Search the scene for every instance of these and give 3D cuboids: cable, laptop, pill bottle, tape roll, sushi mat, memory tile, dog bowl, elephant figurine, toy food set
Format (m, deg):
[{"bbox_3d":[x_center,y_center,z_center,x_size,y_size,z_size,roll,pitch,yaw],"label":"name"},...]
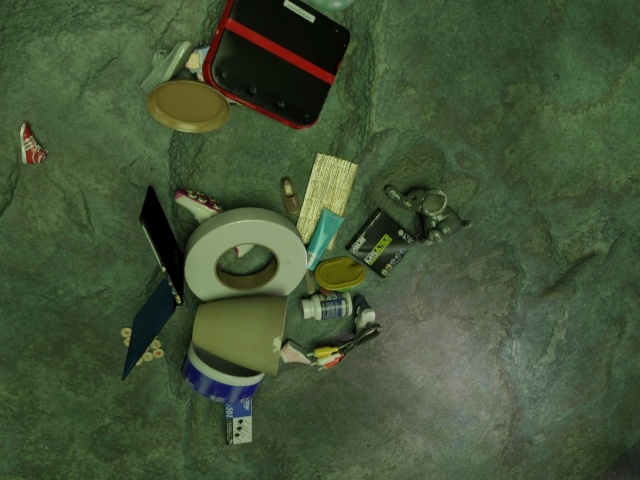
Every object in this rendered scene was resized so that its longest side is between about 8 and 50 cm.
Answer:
[{"bbox_3d":[0.100,0.395,1.942,0.288,0.072,0.139,-22,130,12],"label":"cable"},{"bbox_3d":[-0.526,0.103,1.557,0.237,0.382,0.407,-21,112,-7],"label":"laptop"},{"bbox_3d":[0.018,0.229,1.892,0.170,0.094,0.094,-7,109,-12],"label":"pill bottle"},{"bbox_3d":[-0.234,0.067,1.716,0.393,0.072,0.391,-9,131,-10],"label":"tape roll"},{"bbox_3d":[0.017,-0.129,1.816,0.152,0.019,0.316,12,104,-17],"label":"sushi mat"},{"bbox_3d":[-0.600,0.345,1.818,0.113,0.012,0.147,-15,111,-9],"label":"memory tile"},{"bbox_3d":[-0.317,0.414,1.776,0.265,0.265,0.104,18,106,-19],"label":"dog bowl"},{"bbox_3d":[0.370,-0.116,1.847,0.186,0.169,0.239,-27,98,-35],"label":"elephant figurine"},{"bbox_3d":[0.048,0.134,1.873,0.218,0.128,0.071,-11,142,-13],"label":"toy food set"}]

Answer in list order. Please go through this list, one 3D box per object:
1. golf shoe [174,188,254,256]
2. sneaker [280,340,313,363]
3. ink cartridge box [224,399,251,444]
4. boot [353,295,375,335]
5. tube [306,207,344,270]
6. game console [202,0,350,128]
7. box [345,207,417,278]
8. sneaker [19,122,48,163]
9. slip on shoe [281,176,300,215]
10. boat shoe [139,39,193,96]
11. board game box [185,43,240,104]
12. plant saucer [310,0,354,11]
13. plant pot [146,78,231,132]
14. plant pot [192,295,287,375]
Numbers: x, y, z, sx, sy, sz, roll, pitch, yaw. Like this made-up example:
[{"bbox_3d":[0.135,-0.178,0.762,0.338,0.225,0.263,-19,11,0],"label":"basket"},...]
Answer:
[{"bbox_3d":[-0.334,-0.052,1.705,0.306,0.115,0.140,29,102,-20],"label":"golf shoe"},{"bbox_3d":[-0.093,0.420,1.954,0.070,0.051,0.134,-42,119,15],"label":"sneaker"},{"bbox_3d":[-0.303,0.645,1.974,0.097,0.046,0.206,-2,108,-15],"label":"ink cartridge box"},{"bbox_3d":[0.154,0.286,1.966,0.069,0.086,0.189,-12,138,-18],"label":"boot"},{"bbox_3d":[0.000,0.000,1.820,0.080,0.052,0.207,26,95,-23],"label":"tube"},{"bbox_3d":[-0.124,-0.542,1.590,0.387,0.060,0.341,19,94,-31],"label":"game console"},{"bbox_3d":[0.215,0.012,1.898,0.184,0.045,0.190,38,95,-24],"label":"box"},{"bbox_3d":[-0.819,-0.276,1.543,0.067,0.042,0.118,4,114,-11],"label":"sneaker"},{"bbox_3d":[-0.097,-0.141,1.769,0.052,0.041,0.135,-13,110,-7],"label":"slip on shoe"},{"bbox_3d":[-0.441,-0.486,1.512,0.081,0.079,0.227,41,127,-11],"label":"boat shoe"},{"bbox_3d":[-0.320,-0.498,1.588,0.194,0.060,0.194,-4,109,-12],"label":"board game box"},{"bbox_3d":[0.038,-0.784,1.597,0.195,0.037,0.194,-4,109,-12],"label":"plant saucer"},{"bbox_3d":[-0.376,-0.390,1.550,0.237,0.236,0.032,4,66,-16],"label":"plant pot"},{"bbox_3d":[-0.256,0.283,1.713,0.274,0.256,0.256,9,106,-2],"label":"plant pot"}]
